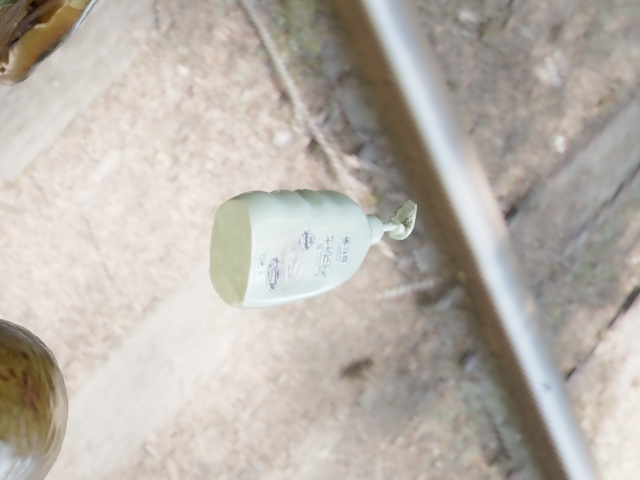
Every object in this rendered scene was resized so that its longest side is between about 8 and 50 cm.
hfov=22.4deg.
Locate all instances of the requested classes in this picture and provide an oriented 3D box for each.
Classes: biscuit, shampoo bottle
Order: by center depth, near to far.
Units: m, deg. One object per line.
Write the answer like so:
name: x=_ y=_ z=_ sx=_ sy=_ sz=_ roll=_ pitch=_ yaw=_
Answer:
shampoo bottle: x=0.000 y=0.000 z=1.047 sx=0.152 sy=0.045 sz=0.077 roll=-9 pitch=113 yaw=-42
biscuit: x=-0.178 y=-0.261 z=1.302 sx=0.040 sy=0.318 sz=0.318 roll=35 pitch=91 yaw=-20

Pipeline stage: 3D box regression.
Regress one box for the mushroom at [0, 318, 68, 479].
mushroom: x=-0.254 y=0.059 z=0.639 sx=0.267 sy=0.267 sz=0.254 roll=-37 pitch=105 yaw=-20

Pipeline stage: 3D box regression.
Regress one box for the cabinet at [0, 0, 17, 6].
cabinet: x=-0.437 y=-0.216 z=1.166 sx=0.290 sy=0.318 sz=0.227 roll=-59 pitch=140 yaw=-55
